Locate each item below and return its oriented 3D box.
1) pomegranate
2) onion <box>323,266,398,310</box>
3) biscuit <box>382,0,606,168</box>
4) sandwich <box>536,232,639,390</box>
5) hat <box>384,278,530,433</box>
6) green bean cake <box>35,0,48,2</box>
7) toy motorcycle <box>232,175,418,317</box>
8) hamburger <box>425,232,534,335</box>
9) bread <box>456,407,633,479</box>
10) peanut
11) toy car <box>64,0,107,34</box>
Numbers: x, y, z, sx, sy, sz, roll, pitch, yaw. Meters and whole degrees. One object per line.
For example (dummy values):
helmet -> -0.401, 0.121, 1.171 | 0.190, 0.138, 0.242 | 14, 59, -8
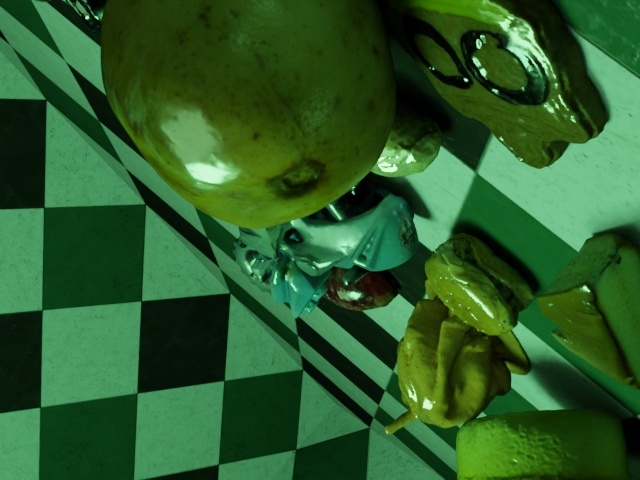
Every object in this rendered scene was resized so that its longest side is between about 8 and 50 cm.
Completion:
pomegranate -> -0.061, -0.154, 0.870 | 0.307, 0.307, 0.307 | 40, 167, 11
onion -> 0.037, 0.063, 1.739 | 0.206, 0.098, 0.151 | 28, 162, 51
biscuit -> 0.136, -0.160, 0.820 | 0.208, 0.041, 0.290 | 27, 160, 52
sandwich -> 0.293, 0.068, 0.992 | 0.088, 0.090, 0.244 | 26, 163, 40
hat -> 0.176, 0.218, 1.523 | 0.233, 0.233, 0.244 | 47, 166, -17
green bean cake -> -0.399, -0.443, 1.306 | 0.097, 0.198, 0.233 | 47, -174, 21
toy motorcycle -> 0.000, 0.000, 1.379 | 0.232, 0.172, 0.416 | 40, 144, 5
hamburger -> 0.207, 0.059, 1.247 | 0.147, 0.083, 0.138 | 45, 172, 3
bread -> 0.331, 0.332, 1.425 | 0.270, 0.148, 0.270 | -2, 165, 0
peanut -> 0.052, -0.128, 1.078 | 0.207, 0.087, 0.087 | 29, 162, 43
toy car -> -0.241, -0.350, 1.004 | 0.255, 0.188, 0.190 | 50, 173, -34
